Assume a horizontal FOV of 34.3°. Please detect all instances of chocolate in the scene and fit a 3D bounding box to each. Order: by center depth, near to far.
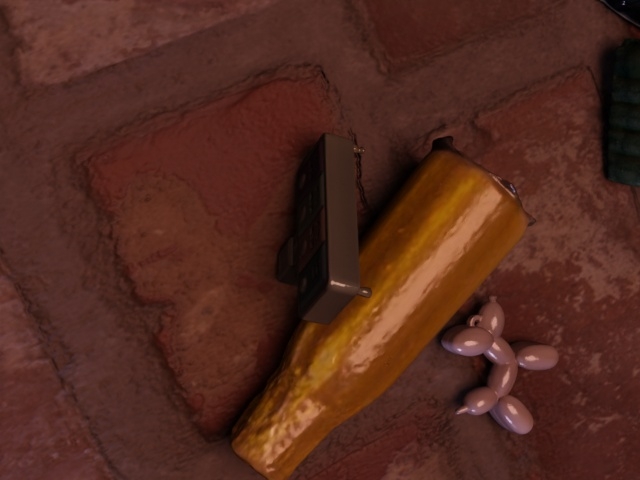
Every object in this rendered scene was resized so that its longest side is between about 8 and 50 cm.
[{"bbox_3d":[0.053,0.087,1.232,0.162,0.162,0.445,44,82,-19],"label":"chocolate"}]

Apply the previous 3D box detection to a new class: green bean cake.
[{"bbox_3d":[0.492,-0.174,1.395,0.194,0.107,0.208,-8,105,-22],"label":"green bean cake"}]

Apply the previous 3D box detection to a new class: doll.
[{"bbox_3d":[0.227,0.158,1.347,0.160,0.059,0.161,23,85,-23],"label":"doll"}]

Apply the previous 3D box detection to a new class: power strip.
[{"bbox_3d":[0.000,0.000,1.197,0.061,0.145,0.215,15,53,-21],"label":"power strip"}]

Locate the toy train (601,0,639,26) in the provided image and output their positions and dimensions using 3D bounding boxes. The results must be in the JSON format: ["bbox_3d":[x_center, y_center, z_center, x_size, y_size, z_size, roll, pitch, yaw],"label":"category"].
[{"bbox_3d":[0.331,-0.402,1.340,0.407,0.086,0.088,29,77,-22],"label":"toy train"}]
